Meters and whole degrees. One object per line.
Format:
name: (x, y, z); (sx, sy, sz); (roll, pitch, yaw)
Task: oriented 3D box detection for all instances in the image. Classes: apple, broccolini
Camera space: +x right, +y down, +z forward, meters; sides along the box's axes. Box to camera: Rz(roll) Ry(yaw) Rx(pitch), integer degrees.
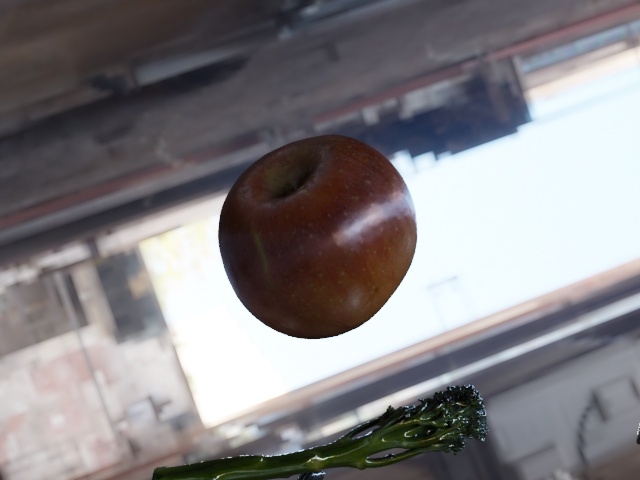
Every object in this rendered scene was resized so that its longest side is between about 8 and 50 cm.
apple: (0.000, 0.000, 1.776); (0.162, 0.201, 0.201); (60, -9, -30)
broccolini: (-0.001, 0.226, 2.091); (0.074, 0.392, 0.078); (-136, -141, -78)

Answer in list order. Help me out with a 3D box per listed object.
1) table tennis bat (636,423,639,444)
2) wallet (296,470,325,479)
table tennis bat: (0.460, 0.202, 2.496); (0.237, 0.038, 0.149); (-4, 109, -77)
wallet: (-0.029, 0.334, 2.389); (0.026, 0.088, 0.129); (40, 0, 10)
